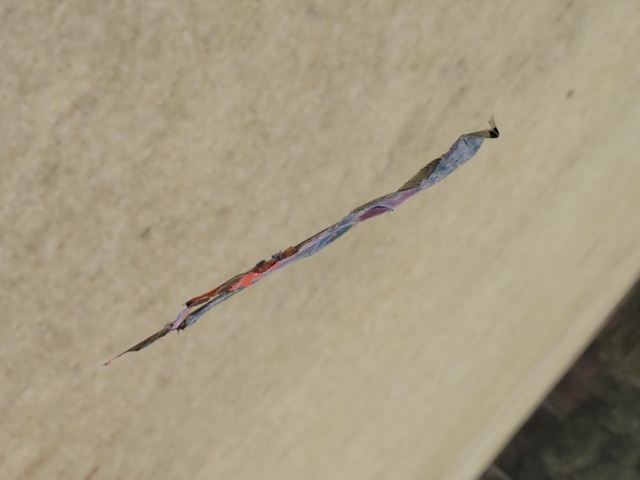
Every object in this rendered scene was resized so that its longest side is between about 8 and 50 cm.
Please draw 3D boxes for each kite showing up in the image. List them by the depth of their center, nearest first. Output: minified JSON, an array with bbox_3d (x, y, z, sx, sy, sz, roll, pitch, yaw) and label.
[{"bbox_3d":[0.000,0.000,0.603,0.232,0.009,0.189,-33,177,42],"label":"kite"}]
